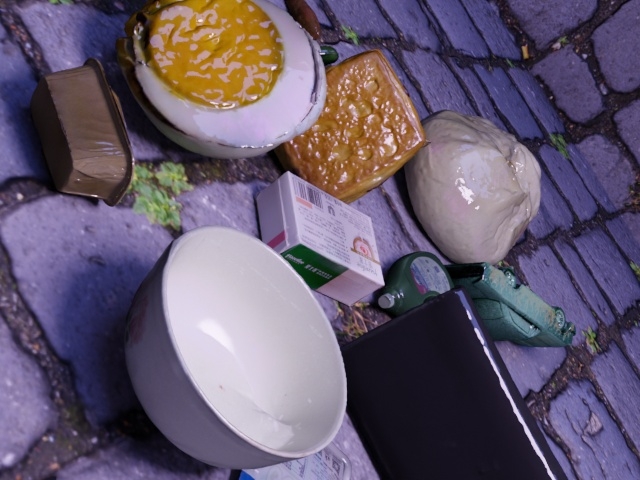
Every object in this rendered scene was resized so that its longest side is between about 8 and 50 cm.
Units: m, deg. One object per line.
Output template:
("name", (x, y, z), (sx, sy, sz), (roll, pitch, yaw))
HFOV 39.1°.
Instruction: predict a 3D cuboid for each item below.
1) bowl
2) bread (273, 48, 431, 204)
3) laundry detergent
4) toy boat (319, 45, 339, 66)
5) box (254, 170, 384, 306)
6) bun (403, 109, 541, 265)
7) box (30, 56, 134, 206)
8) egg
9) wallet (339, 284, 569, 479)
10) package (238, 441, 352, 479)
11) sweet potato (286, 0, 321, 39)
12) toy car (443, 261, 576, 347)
("bowl", (-0.110, 0.133, 1.002), (0.277, 0.145, 0.277), (35, 36, -30))
("bread", (0.041, -0.177, 1.463), (0.211, 0.235, 0.099), (59, 0, -3))
("laundry detergent", (0.160, 0.093, 1.527), (0.211, 0.063, 0.137), (-18, 83, -60))
("toy boat", (-0.072, -0.301, 1.471), (0.104, 0.210, 0.052), (-14, 110, -69))
("box", (0.000, 0.000, 1.365), (0.199, 0.081, 0.135), (26, 41, -39))
("bun", (0.317, -0.124, 1.824), (0.361, 0.213, 0.361), (37, 36, -33))
("box", (-0.274, -0.128, 1.067), (0.111, 0.111, 0.177), (6, 56, -54))
("egg", (-0.152, -0.215, 1.279), (0.286, 0.174, 0.264), (-17, 75, -33))
("wallet", (0.190, 0.286, 1.214), (0.406, 0.228, 0.062), (63, 18, 12))
("package", (-0.026, 0.285, 1.096), (0.171, 0.027, 0.173), (48, 31, -21))
("sweet potato", (-0.041, -0.476, 1.815), (0.050, 0.050, 0.214), (24, 39, -44))
("toy car", (0.342, 0.131, 1.699), (0.320, 0.141, 0.097), (33, 64, -36))
